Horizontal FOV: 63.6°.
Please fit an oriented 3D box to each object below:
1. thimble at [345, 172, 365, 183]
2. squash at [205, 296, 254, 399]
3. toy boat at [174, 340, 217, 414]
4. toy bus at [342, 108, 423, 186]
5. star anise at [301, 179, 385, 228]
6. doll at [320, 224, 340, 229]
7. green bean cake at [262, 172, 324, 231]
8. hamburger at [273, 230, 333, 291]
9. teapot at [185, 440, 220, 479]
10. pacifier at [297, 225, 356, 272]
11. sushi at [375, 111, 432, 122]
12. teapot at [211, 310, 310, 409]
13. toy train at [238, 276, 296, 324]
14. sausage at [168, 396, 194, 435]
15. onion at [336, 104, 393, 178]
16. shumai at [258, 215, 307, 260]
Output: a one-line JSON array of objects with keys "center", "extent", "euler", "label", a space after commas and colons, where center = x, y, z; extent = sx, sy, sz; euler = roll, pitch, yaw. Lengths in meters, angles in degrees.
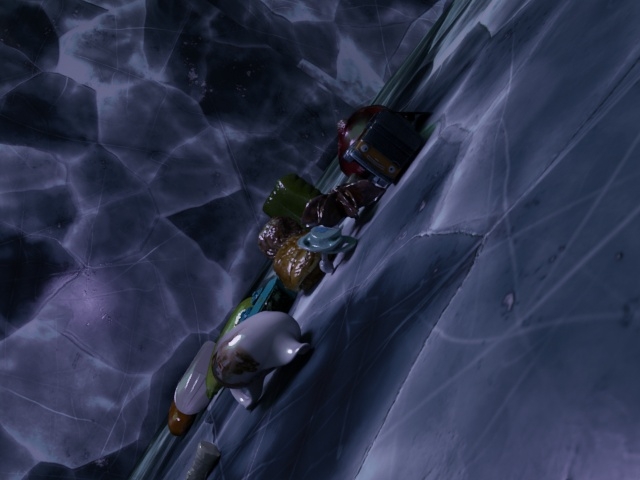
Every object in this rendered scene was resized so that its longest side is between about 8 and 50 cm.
[{"center": [0.097, -0.151, 1.613], "extent": [0.110, 0.062, 0.084], "euler": [-54, 7, 9], "label": "thimble"}, {"center": [-0.297, 0.356, 1.746], "extent": [0.371, 0.118, 0.118], "euler": [-59, 8, -9], "label": "squash"}, {"center": [-0.431, 0.506, 1.888], "extent": [0.270, 0.140, 0.141], "euler": [-62, 9, -25], "label": "toy boat"}, {"center": [0.159, -0.244, 1.346], "extent": [0.167, 0.138, 0.275], "euler": [-53, 6, 10], "label": "toy bus"}, {"center": [0.063, -0.097, 1.347], "extent": [0.229, 0.093, 0.236], "euler": [-16, 12, 27], "label": "star anise"}, {"center": [0.000, 0.000, 1.580], "extent": [0.162, 0.062, 0.106], "euler": [-53, 4, 32], "label": "doll"}, {"center": [-0.113, -0.157, 2.263], "extent": [0.222, 0.248, 0.125], "euler": [-49, 9, 25], "label": "green bean cake"}, {"center": [-0.050, 0.053, 1.434], "extent": [0.183, 0.129, 0.206], "euler": [-60, 11, -15], "label": "hamburger"}, {"center": [-0.264, 0.500, 1.156], "extent": [0.083, 0.057, 0.067], "euler": [-60, -30, -7], "label": "teapot"}, {"center": [0.013, 0.028, 1.253], "extent": [0.126, 0.150, 0.117], "euler": [-36, -52, -56], "label": "pacifier"}, {"center": [0.231, -0.346, 1.459], "extent": [0.201, 0.139, 0.031], "euler": [-90, 1, -78], "label": "sushi"}, {"center": [-0.132, 0.247, 1.094], "extent": [0.204, 0.139, 0.298], "euler": [-26, -18, -42], "label": "teapot"}, {"center": [-0.161, 0.210, 1.557], "extent": [0.154, 0.107, 0.198], "euler": [-32, 24, 55], "label": "toy train"}, {"center": [-0.515, 0.635, 1.982], "extent": [0.109, 0.108, 0.270], "euler": [-53, 10, 18], "label": "sausage"}, {"center": [0.130, -0.344, 1.756], "extent": [0.272, 0.195, 0.272], "euler": [-52, 22, 31], "label": "onion"}, {"center": [-0.105, 0.016, 1.799], "extent": [0.166, 0.205, 0.175], "euler": [-61, 29, 1], "label": "shumai"}]
